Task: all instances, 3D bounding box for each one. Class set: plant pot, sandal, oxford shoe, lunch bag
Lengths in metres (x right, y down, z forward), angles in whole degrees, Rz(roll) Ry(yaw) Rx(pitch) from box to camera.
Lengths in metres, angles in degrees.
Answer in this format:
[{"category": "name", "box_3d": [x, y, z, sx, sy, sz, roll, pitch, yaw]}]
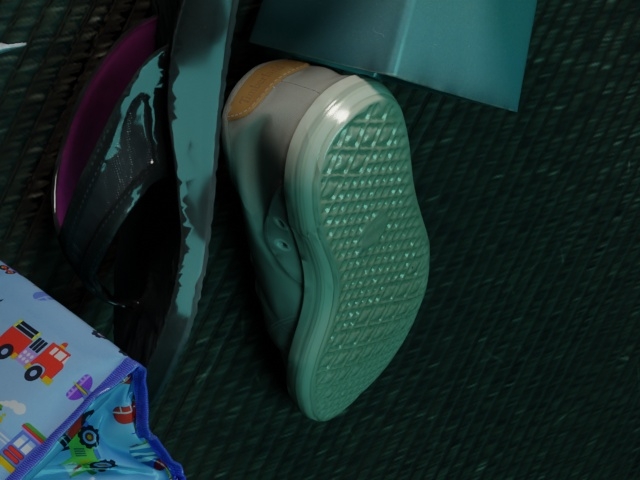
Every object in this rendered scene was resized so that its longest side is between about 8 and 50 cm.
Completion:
[{"category": "plant pot", "box_3d": [0.080, -0.244, 1.462, 0.165, 0.166, 0.234, 10, 97, -47]}, {"category": "sandal", "box_3d": [-0.140, -0.093, 1.363, 0.107, 0.167, 0.445, 4, 104, -19]}, {"category": "oxford shoe", "box_3d": [0.000, 0.000, 1.561, 0.169, 0.130, 0.449, -45, 152, -24]}, {"category": "lunch bag", "box_3d": [-0.286, 0.166, 1.292, 0.293, 0.221, 0.138, -37, 134, -24]}]

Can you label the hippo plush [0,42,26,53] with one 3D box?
[{"category": "hippo plush", "box_3d": [-0.345, -0.159, 1.021, 0.236, 0.294, 0.234, 50, 47, -38]}]
